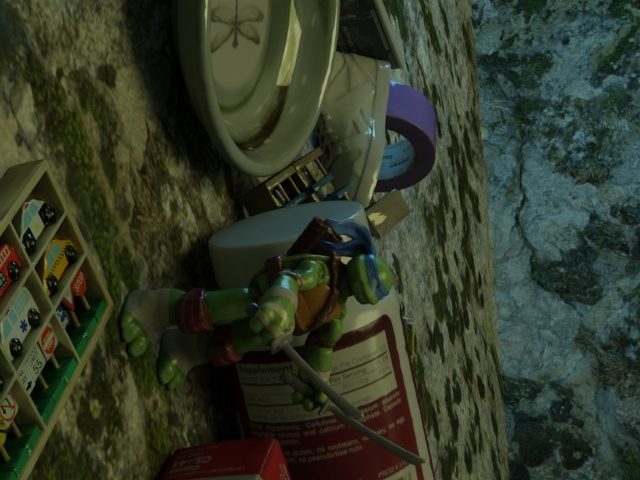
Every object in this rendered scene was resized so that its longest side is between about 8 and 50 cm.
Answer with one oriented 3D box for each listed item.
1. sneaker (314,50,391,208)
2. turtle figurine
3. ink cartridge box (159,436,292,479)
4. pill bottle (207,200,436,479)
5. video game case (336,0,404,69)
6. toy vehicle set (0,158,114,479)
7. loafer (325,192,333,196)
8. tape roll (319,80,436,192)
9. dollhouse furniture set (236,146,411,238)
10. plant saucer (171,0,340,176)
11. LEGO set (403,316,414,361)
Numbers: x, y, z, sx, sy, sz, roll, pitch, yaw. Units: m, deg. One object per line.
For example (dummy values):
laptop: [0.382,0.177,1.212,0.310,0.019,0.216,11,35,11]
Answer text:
sneaker: [0.005,-0.164,1.739,0.108,0.169,0.292,123,-22,-51]
turtle figurine: [-0.055,0.119,1.208,0.198,0.266,0.274,-4,85,-72]
ink cartridge box: [-0.104,0.372,1.165,0.306,0.131,0.226,-60,139,-61]
pill bottle: [-0.001,0.165,1.428,0.224,0.224,0.392,-46,125,-68]
video game case: [0.020,-0.326,1.804,0.190,0.173,0.022,62,35,-46]
toy vehicle set: [-0.256,0.073,0.988,0.267,0.035,0.166,-73,150,-53]
loafer: [0.000,0.000,1.743,0.267,0.096,0.084,-40,128,-59]
tape roll: [0.093,-0.167,1.932,0.189,0.189,0.080,62,26,-47]
dollhouse furniture set: [0.017,-0.056,1.542,0.129,0.184,0.129,-38,98,-44]
plant saucer: [-0.091,-0.282,1.476,0.400,0.100,0.400,8,90,-69]
LEGO set: [0.080,0.135,1.776,0.287,0.107,0.132,83,17,-47]
